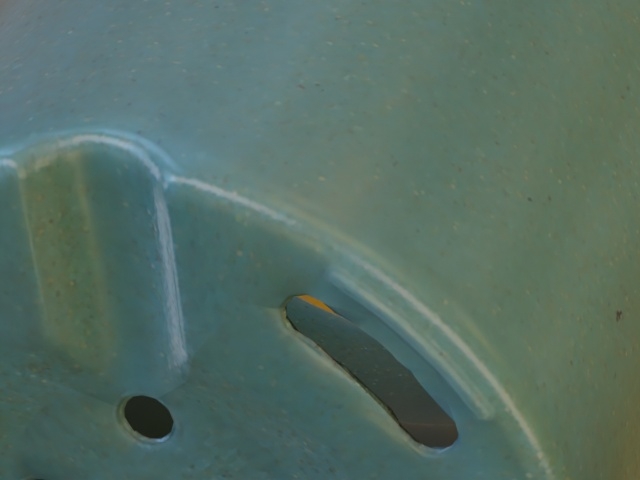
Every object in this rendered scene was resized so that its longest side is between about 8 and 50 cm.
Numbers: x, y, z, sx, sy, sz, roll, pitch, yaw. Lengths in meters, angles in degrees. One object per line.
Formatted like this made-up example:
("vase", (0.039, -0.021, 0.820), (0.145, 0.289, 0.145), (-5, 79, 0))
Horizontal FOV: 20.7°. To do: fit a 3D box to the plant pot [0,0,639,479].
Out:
("plant pot", (0.000, 0.000, 0.624), (0.341, 0.341, 0.334), (38, 36, -8))
